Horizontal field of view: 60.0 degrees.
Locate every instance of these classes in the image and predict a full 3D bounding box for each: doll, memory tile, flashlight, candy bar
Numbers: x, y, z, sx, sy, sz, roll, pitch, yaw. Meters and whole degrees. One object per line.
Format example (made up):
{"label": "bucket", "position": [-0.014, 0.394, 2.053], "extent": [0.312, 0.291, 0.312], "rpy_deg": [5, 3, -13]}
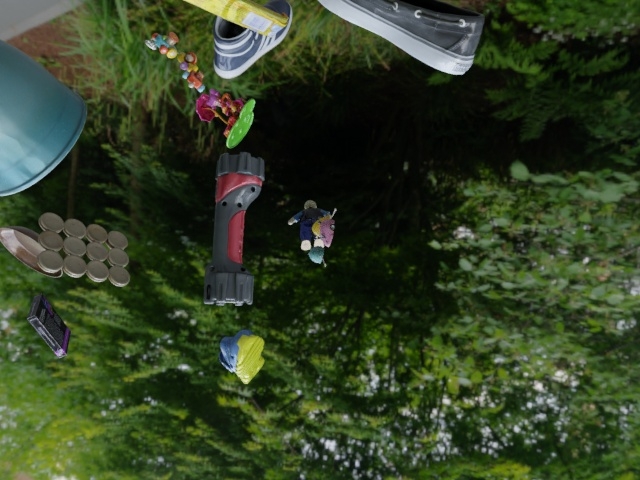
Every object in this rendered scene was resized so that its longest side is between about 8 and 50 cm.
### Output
{"label": "doll", "position": [-0.031, -0.054, 1.632], "extent": [0.129, 0.046, 0.189], "rpy_deg": [-5, -136, 3]}
{"label": "memory tile", "position": [-0.376, 0.015, 0.885], "extent": [0.148, 0.113, 0.012], "rpy_deg": [20, 132, -43]}
{"label": "flashlight", "position": [-0.168, -0.022, 1.129], "extent": [0.103, 0.304, 0.103], "rpy_deg": [-9, 165, 36]}
{"label": "candy bar", "position": [-0.100, -0.267, 0.631], "extent": [0.040, 0.018, 0.161], "rpy_deg": [-34, 156, 35]}

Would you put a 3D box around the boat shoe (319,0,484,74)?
{"label": "boat shoe", "position": [0.084, -0.273, 0.625], "extent": [0.228, 0.076, 0.080], "rpy_deg": [42, -137, 23]}

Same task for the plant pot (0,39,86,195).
{"label": "plant pot", "position": [-0.640, -0.265, 1.044], "extent": [0.272, 0.271, 0.255], "rpy_deg": [8, 154, 30]}

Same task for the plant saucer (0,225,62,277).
{"label": "plant saucer", "position": [-0.783, 0.024, 1.516], "extent": [0.199, 0.036, 0.198], "rpy_deg": [18, 144, 14]}

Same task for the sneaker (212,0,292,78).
{"label": "sneaker", "position": [-0.165, -0.543, 1.379], "extent": [0.099, 0.282, 0.153], "rpy_deg": [35, 160, 10]}

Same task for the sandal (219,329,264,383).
{"label": "sandal", "position": [-0.254, 0.343, 1.694], "extent": [0.138, 0.126, 0.317], "rpy_deg": [35, 152, 11]}

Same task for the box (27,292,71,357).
{"label": "box", "position": [-0.784, 0.246, 1.607], "extent": [0.029, 0.162, 0.116], "rpy_deg": [-23, -149, -5]}

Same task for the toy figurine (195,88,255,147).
{"label": "toy figurine", "position": [-0.293, -0.387, 1.640], "extent": [0.159, 0.173, 0.130], "rpy_deg": [34, -138, 4]}

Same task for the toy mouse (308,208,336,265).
{"label": "toy mouse", "position": [0.000, 0.000, 1.269], "extent": [0.031, 0.143, 0.161], "rpy_deg": [14, 141, -14]}

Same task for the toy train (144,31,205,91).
{"label": "toy train", "position": [-0.333, -0.436, 1.324], "extent": [0.166, 0.046, 0.125], "rpy_deg": [41, -160, -24]}
